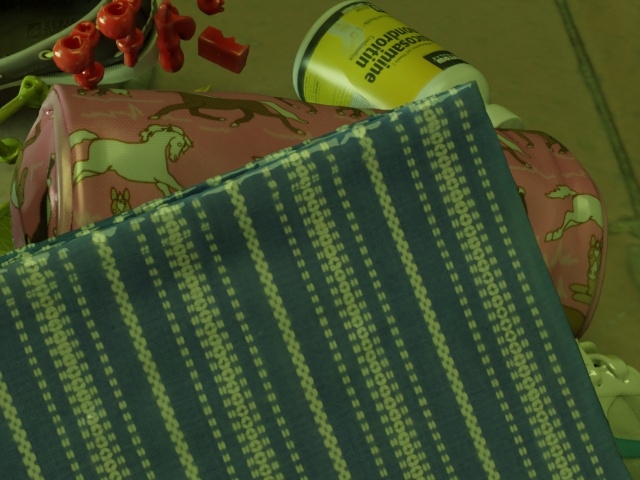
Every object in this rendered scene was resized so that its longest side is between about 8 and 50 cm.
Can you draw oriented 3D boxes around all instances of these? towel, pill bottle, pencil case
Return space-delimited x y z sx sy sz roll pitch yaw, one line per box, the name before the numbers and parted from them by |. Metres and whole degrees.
towel | -0.030 0.085 0.634 0.336 0.040 0.243 -22 92 -6
pill bottle | 0.072 -0.114 1.017 0.103 0.103 0.184 -34 57 -31
pencil case | 0.000 0.000 0.791 0.386 0.167 0.160 1 37 -26

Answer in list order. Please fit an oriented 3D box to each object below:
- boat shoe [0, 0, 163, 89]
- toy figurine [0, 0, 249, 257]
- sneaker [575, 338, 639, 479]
boat shoe | -0.288 -0.165 0.997 0.324 0.097 0.117 -7 73 12
toy figurine | -0.086 -0.040 0.889 0.217 0.191 0.362 26 51 14
sneaker | 0.137 0.101 0.758 0.228 0.092 0.087 21 7 -28
